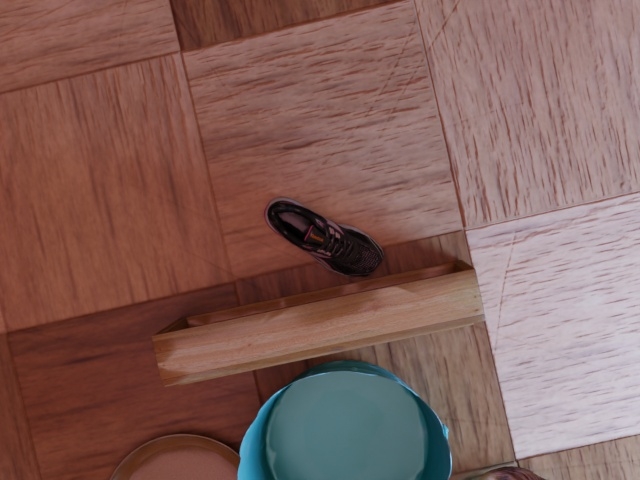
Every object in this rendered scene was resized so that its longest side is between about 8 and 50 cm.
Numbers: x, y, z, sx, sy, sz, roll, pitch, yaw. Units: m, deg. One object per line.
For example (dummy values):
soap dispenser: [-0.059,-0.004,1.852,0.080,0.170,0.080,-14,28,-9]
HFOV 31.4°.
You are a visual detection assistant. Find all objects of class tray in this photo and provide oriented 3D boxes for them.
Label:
tray: [0.001,0.107,1.507,0.411,0.203,0.076,-13,92,3]

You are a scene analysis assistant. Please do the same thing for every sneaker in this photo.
sneaker: [0.000,0.000,1.568,0.178,0.077,0.072,23,94,1]

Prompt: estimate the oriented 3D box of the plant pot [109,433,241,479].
plant pot: [-0.189,0.388,1.609,0.236,0.032,0.236,0,91,3]

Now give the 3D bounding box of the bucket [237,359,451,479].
bucket: [0.034,0.291,1.522,0.281,0.183,0.281,0,92,3]

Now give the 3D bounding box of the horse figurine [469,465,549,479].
horse figurine: [0.218,0.405,1.575,0.174,0.066,0.263,40,93,0]
